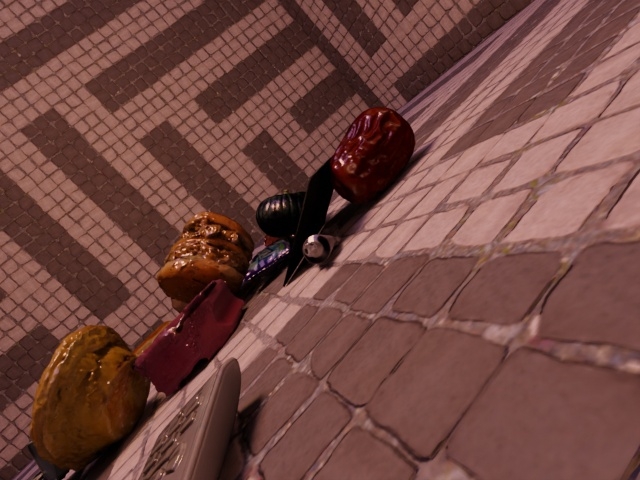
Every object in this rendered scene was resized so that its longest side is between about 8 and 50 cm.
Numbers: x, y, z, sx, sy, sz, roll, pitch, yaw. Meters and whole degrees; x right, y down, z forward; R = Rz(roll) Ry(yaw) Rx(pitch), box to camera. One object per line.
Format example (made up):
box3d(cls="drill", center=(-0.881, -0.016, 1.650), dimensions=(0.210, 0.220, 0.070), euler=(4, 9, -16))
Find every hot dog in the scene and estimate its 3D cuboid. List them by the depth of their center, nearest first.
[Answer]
box3d(cls="hot dog", center=(-0.571, 0.396, 1.332), dimensions=(0.135, 0.100, 0.337), euler=(-48, 4, 29))

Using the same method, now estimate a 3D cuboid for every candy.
box3d(cls="candy", center=(-0.135, 0.049, 1.149), dimensions=(0.145, 0.070, 0.275), euler=(-35, 5, 5))

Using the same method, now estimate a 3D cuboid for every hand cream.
box3d(cls="hand cream", center=(0.003, 0.003, 0.803), dimensions=(0.084, 0.050, 0.257), euler=(-40, 2, 7))

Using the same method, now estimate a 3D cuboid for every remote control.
box3d(cls="remote control", center=(-0.114, 0.212, 0.314), dimensions=(0.109, 0.055, 0.313), euler=(-48, 12, 10))

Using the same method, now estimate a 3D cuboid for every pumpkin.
box3d(cls="pumpkin", center=(-0.092, -0.081, 1.202), dimensions=(0.202, 0.140, 0.202), euler=(-11, 2, 0))

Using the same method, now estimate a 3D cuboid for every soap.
box3d(cls="soap", center=(-0.275, 0.192, 0.924), dimensions=(0.182, 0.112, 0.289), euler=(-41, 9, 10))

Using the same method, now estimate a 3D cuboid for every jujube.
box3d(cls="jujube", center=(0.108, -0.184, 0.887), dimensions=(0.230, 0.155, 0.155), euler=(-52, 12, -24))

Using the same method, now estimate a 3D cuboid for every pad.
box3d(cls="pad", center=(-0.004, -0.081, 0.941), dimensions=(0.367, 0.007, 0.247), euler=(-60, -13, -61))

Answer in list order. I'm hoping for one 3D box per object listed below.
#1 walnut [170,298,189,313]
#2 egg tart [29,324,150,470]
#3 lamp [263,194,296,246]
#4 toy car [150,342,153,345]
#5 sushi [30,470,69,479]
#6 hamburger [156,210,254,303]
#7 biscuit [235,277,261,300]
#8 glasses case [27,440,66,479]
box3d(cls="walnut", center=(-0.389, 0.131, 1.363), dimensions=(0.273, 0.227, 0.273), euler=(-39, 14, 12))
box3d(cls="egg tart", center=(-0.437, 0.311, 0.824), dimensions=(0.123, 0.293, 0.294), euler=(1, 17, 6))
box3d(cls="lamp", center=(-0.120, -0.078, 1.494), dimensions=(0.215, 0.151, 0.223), euler=(141, 129, -61))
box3d(cls="toy car", center=(-0.361, 0.259, 1.043), dimensions=(0.224, 0.090, 0.076), euler=(-47, 9, -4))
box3d(cls="sushi", center=(-0.578, 0.540, 0.829), dimensions=(0.193, 0.043, 0.279), euler=(-41, 14, -6))
box3d(cls="hamburger", center=(-0.318, 0.065, 1.140), dimensions=(0.261, 0.245, 0.211), euler=(-7, 51, 15))
box3d(cls="biscuit", center=(-0.220, 0.149, 1.201), dimensions=(0.071, 0.018, 0.147), euler=(-34, 11, 35))
box3d(cls="glasses case", center=(-0.513, 0.396, 0.908), dimensions=(0.056, 0.105, 0.266), euler=(-2, 8, 10))
